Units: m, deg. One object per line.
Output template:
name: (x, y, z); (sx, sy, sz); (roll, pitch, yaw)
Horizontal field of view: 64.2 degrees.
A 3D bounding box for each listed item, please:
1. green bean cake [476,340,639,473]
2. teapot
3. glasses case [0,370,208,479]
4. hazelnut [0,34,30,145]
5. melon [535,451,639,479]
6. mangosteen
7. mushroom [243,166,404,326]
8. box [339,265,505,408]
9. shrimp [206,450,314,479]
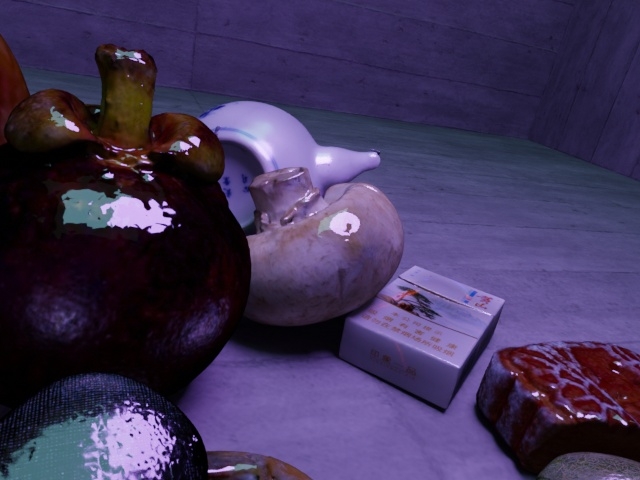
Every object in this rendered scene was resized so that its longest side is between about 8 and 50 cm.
green bean cake: (0.310, 0.191, 0.556); (0.233, 0.097, 0.198); (5, 23, -18)
teapot: (-0.113, -0.100, 0.854); (0.425, 0.252, 0.280); (-8, 9, 12)
glasses case: (-0.175, 0.196, 0.221); (0.122, 0.082, 0.321); (31, 46, 8)
hazelnut: (-0.596, -0.153, 0.613); (0.403, 0.401, 0.429); (16, 18, 10)
melon: (0.250, 0.237, 0.397); (0.168, 0.114, 0.114); (26, 26, 30)
mangosteen: (-0.196, 0.013, 0.486); (0.297, 0.293, 0.297); (52, 8, -10)
mushroom: (0.000, 0.000, 0.653); (0.254, 0.194, 0.189); (-31, 20, -33)
box: (0.146, 0.116, 0.695); (0.150, 0.066, 0.233); (23, 25, 25)
shrimp: (-0.117, 0.212, 0.362); (0.296, 0.058, 0.169); (5, 13, -21)
